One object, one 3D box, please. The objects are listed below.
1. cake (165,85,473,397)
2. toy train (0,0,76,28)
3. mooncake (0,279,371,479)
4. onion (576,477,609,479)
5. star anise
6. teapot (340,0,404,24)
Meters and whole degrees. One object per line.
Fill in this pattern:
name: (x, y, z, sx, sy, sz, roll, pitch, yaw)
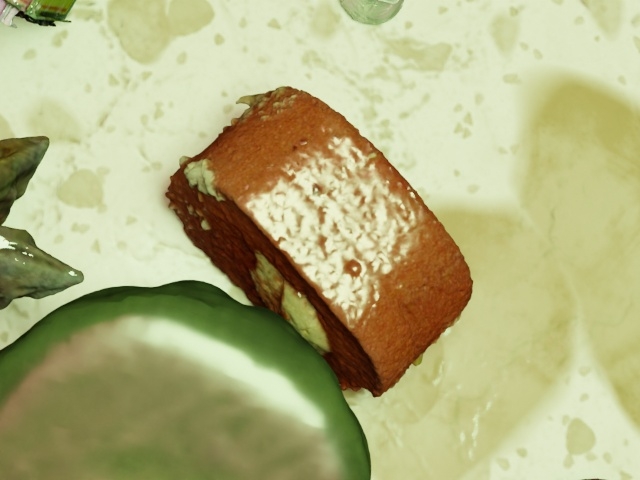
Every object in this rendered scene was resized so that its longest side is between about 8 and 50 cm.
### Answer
cake: (0.000, 0.000, 1.497, 0.151, 0.177, 0.283, -41, 91, -12)
toy train: (-0.243, -0.283, 1.467, 0.134, 0.261, 0.177, 34, 96, -4)
mooncake: (-0.134, 0.209, 1.422, 0.356, 0.194, 0.356, 0, 91, -7)
onion: (0.243, 0.265, 1.539, 0.115, 0.104, 0.115, -10, 60, 18)
star anise: (-0.347, 0.012, 1.411, 0.315, 0.108, 0.315, 2, 67, -4)
teapot: (0.048, -0.246, 1.598, 0.064, 0.064, 0.083, -28, 87, -13)
